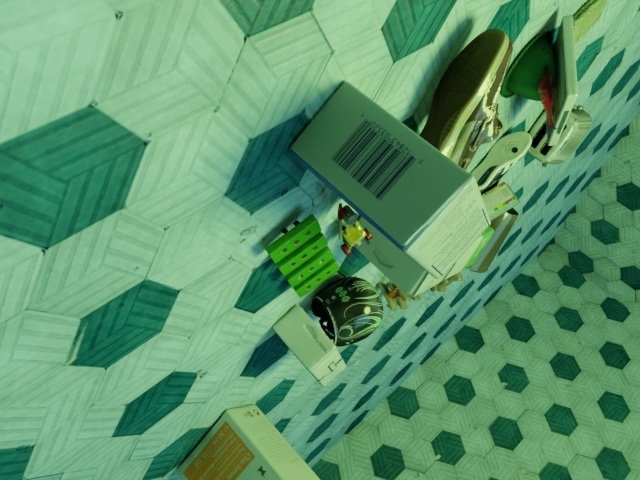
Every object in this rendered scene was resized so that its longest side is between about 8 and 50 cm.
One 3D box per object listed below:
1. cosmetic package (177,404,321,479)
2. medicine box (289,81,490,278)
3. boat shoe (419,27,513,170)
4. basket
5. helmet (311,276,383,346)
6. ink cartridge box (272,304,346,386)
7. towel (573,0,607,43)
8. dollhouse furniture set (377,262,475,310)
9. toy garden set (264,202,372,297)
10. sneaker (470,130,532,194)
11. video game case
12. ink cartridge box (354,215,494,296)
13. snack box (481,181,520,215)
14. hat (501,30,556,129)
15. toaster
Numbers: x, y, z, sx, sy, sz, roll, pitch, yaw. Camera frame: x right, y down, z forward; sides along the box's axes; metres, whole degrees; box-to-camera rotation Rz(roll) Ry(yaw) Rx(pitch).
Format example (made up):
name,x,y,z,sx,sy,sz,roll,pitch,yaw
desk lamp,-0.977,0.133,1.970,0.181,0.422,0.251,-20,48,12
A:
name,x,y,z,sx,sy,sz,roll,pitch,yaw
cosmetic package,-0.133,0.672,1.455,0.230,0.453,0.161,-51,156,7
medicine box,0.129,-0.088,0.963,0.149,0.263,0.289,-49,156,4
boat shoe,0.289,-0.234,1.110,0.123,0.123,0.342,12,113,-27
basket,0.561,-0.026,1.936,0.204,0.154,0.226,-11,134,-55
helmet,0.076,0.170,1.401,0.162,0.169,0.169,-20,147,-21
ink cartridge box,-0.024,0.262,1.388,0.086,0.148,0.203,-41,155,-9
towel,0.683,-0.570,1.447,0.148,0.027,0.110,-43,155,-10
dollhouse furniture set,0.328,0.085,1.724,0.262,0.135,0.259,-38,159,25
toy garden set,0.000,0.000,1.137,0.204,0.049,0.244,-36,154,-6
sneaker,0.525,-0.225,1.664,0.217,0.079,0.121,-43,160,10
video game case,0.592,-0.383,1.401,0.285,0.025,0.204,46,45,-71
ink cartridge box,0.242,-0.012,1.333,0.289,0.211,0.121,-20,145,-47
snack box,0.496,-0.091,1.727,0.207,0.070,0.174,-35,166,19
hat,0.555,-0.365,1.350,0.208,0.183,0.173,-50,157,6
toaster,0.741,-0.331,1.794,0.146,0.129,0.227,-10,139,-49
